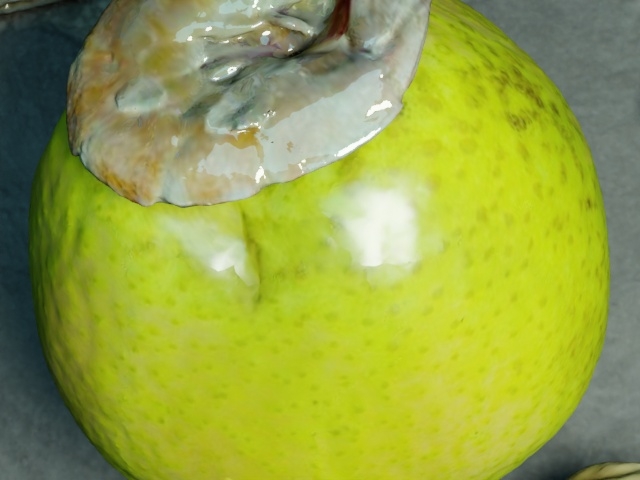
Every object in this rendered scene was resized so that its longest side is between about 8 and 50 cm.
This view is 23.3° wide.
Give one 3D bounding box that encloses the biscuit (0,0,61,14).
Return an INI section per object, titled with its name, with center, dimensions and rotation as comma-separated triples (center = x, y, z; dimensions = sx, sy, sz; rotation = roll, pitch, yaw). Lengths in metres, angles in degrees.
[biscuit]
center = -0.280, -0.379, 1.218
dimensions = 0.144, 0.078, 0.426
rotation = -14, 75, -1

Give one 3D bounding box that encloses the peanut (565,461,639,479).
[peanut]
center = 0.273, 0.293, 0.934
dimensions = 0.192, 0.169, 0.387
rotation = -22, 56, -28

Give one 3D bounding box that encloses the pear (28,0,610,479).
[pear]
center = 0.000, 0.000, 0.951
dimensions = 0.391, 0.391, 0.391
rotation = -1, 75, 4

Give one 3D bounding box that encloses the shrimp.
[shrimp]
center = 0.011, -0.124, 0.789
dimensions = 0.317, 0.062, 0.164
rotation = -35, 62, -4
